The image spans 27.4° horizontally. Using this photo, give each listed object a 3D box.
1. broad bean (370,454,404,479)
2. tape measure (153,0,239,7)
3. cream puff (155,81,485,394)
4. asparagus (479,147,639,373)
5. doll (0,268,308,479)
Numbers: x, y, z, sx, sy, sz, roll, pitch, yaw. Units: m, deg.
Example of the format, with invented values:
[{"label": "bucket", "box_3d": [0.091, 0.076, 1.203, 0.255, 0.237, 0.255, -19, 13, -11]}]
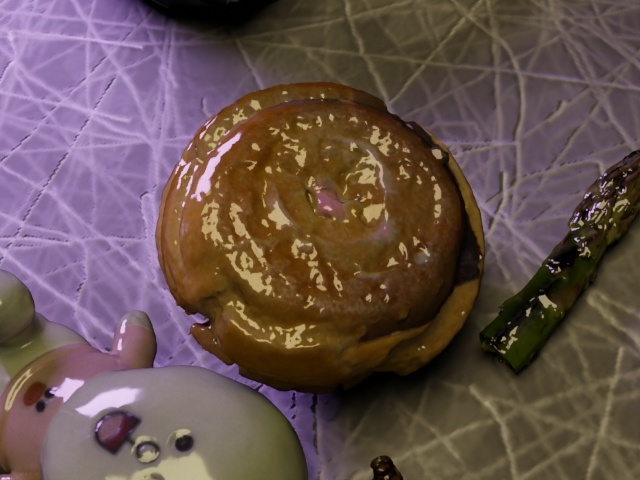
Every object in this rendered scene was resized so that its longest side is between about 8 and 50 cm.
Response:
[{"label": "broad bean", "box_3d": [0.004, 0.230, 0.650, 0.052, 0.053, 0.256, -13, 46, 52]}, {"label": "tape measure", "box_3d": [-0.078, -0.288, 0.928, 0.256, 0.147, 0.275, -36, 62, -8]}, {"label": "cream puff", "box_3d": [0.000, 0.000, 0.740, 0.189, 0.129, 0.189, 5, 70, -13]}, {"label": "asparagus", "box_3d": [0.149, 0.007, 0.764, 0.036, 0.030, 0.165, 24, 67, 36]}, {"label": "doll", "box_3d": [-0.103, 0.116, 0.715, 0.275, 0.113, 0.155, 26, 65, 18]}]
